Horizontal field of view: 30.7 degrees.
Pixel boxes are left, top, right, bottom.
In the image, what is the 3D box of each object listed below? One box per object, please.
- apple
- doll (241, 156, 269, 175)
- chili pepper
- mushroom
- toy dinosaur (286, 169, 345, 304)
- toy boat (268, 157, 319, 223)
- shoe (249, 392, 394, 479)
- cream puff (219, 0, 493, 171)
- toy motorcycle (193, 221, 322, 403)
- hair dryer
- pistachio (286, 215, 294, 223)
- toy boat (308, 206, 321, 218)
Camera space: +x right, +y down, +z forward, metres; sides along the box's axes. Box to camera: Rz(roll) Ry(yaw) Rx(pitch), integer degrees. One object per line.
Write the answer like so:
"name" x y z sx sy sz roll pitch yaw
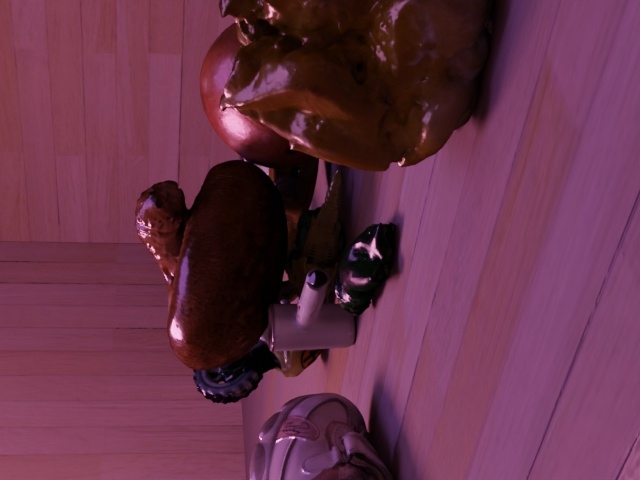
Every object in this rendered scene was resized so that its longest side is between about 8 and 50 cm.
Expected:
"apple" -0.072 -0.246 1.894 0.253 0.254 0.253 -179 90 -82
"doll" -0.077 -0.205 2.301 0.135 0.144 0.234 40 -134 -69
"chili pepper" 0.057 0.035 1.560 0.224 0.061 0.098 108 168 -70
"mushroom" -0.156 0.043 1.872 0.345 0.239 0.345 -46 -31 -37
"toy dinosaur" 0.000 0.000 1.887 0.153 0.094 0.259 -114 33 -71
"toy boat" -0.039 -0.172 2.088 0.121 0.089 0.321 119 164 -49
"shoe" 0.019 0.331 1.509 0.198 0.172 0.351 -32 27 37
"cream puff" 0.025 -0.238 1.152 0.291 0.257 0.324 -107 19 -53
"toy motorcycle" -0.117 0.118 2.167 0.168 0.237 0.410 79 -174 -49
"hair dryer" -0.006 0.094 1.717 0.236 0.131 0.073 102 165 -62
"pistachio" -0.102 -0.081 2.453 0.124 0.125 0.184 129 139 -77
"toy boat" -0.011 0.044 2.045 0.104 0.052 0.210 119 156 -68
